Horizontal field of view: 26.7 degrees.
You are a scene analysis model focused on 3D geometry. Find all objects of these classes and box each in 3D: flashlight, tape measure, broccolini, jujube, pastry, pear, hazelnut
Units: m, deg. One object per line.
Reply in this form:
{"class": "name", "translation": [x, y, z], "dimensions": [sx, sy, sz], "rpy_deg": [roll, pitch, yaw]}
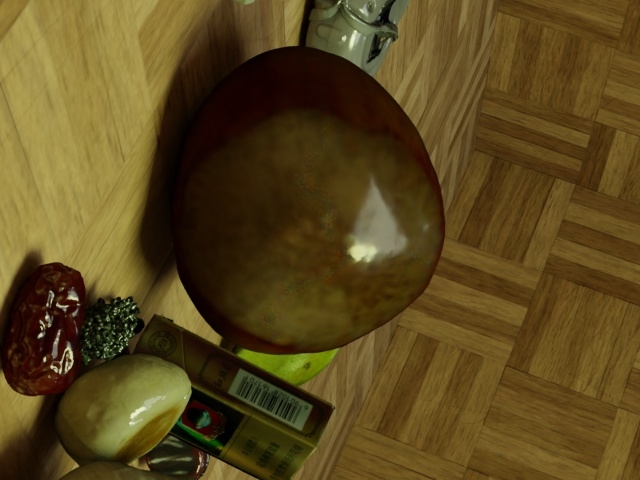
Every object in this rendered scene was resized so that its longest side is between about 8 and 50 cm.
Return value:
{"class": "flashlight", "translation": [-0.182, 0.280, 1.932], "dimensions": [0.232, 0.093, 0.093], "rpy_deg": [-37, 145, -79]}
{"class": "tape measure", "translation": [0.051, -0.312, 1.920], "dimensions": [0.236, 0.120, 0.197], "rpy_deg": [-44, 153, -57]}
{"class": "broccolini", "translation": [-0.235, 0.094, 1.481], "dimensions": [0.091, 0.068, 0.202], "rpy_deg": [-57, -177, -3]}
{"class": "jujube", "translation": [-0.257, 0.084, 1.267], "dimensions": [0.077, 0.077, 0.129], "rpy_deg": [-7, 112, -77]}
{"class": "pastry", "translation": [-0.217, 0.184, 1.470], "dimensions": [0.156, 0.092, 0.156], "rpy_deg": [-35, 166, -10]}
{"class": "pear", "translation": [-0.009, 0.110, 2.104], "dimensions": [0.239, 0.139, 0.288], "rpy_deg": [-52, -179, 36]}
{"class": "hazelnut", "translation": [-0.024, -0.043, 1.577], "dimensions": [0.366, 0.366, 0.366], "rpy_deg": [20, 90, -78]}

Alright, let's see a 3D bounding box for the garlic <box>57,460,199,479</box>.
{"class": "garlic", "translation": [-0.204, 0.383, 1.404], "dimensions": [0.259, 0.317, 0.317], "rpy_deg": [-125, -139, -51]}

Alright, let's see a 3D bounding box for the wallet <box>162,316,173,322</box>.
{"class": "wallet", "translation": [-0.211, 0.167, 1.745], "dimensions": [0.157, 0.018, 0.082], "rpy_deg": [94, 20, -53]}

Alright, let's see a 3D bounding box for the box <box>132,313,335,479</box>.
{"class": "box", "translation": [-0.118, 0.196, 1.599], "dimensions": [0.071, 0.240, 0.159], "rpy_deg": [-64, -178, -32]}

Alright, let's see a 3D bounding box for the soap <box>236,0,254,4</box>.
{"class": "soap", "translation": [-0.068, -0.358, 1.425], "dimensions": [0.121, 0.064, 0.183], "rpy_deg": [84, 29, -70]}
